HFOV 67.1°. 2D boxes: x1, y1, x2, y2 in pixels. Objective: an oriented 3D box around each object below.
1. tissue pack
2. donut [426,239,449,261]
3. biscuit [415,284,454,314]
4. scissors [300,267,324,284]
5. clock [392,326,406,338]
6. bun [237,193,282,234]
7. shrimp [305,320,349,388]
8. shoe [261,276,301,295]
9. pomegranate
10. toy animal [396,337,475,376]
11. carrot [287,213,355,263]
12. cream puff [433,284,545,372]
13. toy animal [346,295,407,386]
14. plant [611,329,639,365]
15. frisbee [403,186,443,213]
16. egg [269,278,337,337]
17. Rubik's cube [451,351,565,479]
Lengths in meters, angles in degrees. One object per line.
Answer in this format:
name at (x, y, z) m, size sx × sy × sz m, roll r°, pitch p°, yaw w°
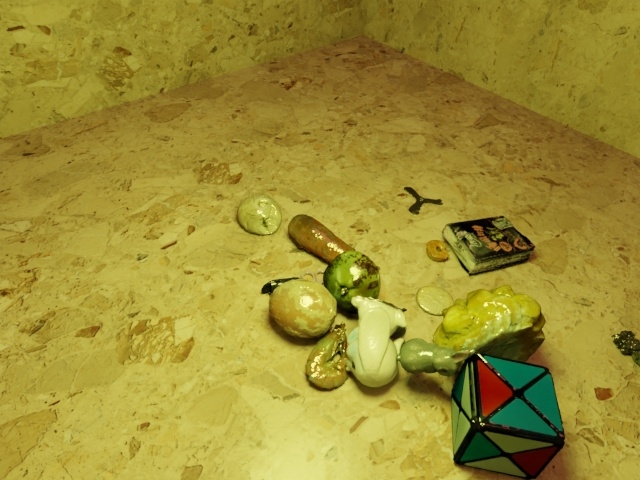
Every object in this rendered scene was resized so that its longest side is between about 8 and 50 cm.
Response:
tissue pack at (0.708, 0.009, 2.064) m, size 0.333 × 0.123 × 0.245 m, roll -9°, pitch 46°, yaw -22°
donut at (0.492, 0.047, 2.046) m, size 0.097 × 0.043 × 0.108 m, roll 8°, pitch 43°, yaw -4°
biscuit at (0.441, 0.228, 1.860) m, size 0.152 × 0.020 × 0.152 m, roll 4°, pitch 43°, yaw -4°
scissors at (-0.012, 0.187, 1.839) m, size 0.111 × 0.021 × 0.212 m, roll -4°, pitch 43°, yaw -9°
clock at (0.273, 0.320, 1.744) m, size 0.074 × 0.010 × 0.083 m, roll 15°, pitch 43°, yaw 8°
bun at (-0.256, -0.116, 2.054) m, size 0.179 × 0.127 × 0.193 m, roll -18°, pitch 51°, yaw -27°
shrimp at (0.044, 0.377, 1.616) m, size 0.145 × 0.061 × 0.267 m, roll 23°, pitch 41°, yaw 4°
shoe at (-0.140, 0.177, 1.805) m, size 0.160 × 0.062 × 0.053 m, roll -11°, pitch 48°, yaw -25°
pomegranate at (0.146, 0.149, 1.772) m, size 0.277 × 0.221 × 0.204 m, roll -1°, pitch 23°, yaw -35°
toy animal at (0.349, 0.364, 1.464) m, size 0.138 × 0.107 × 0.236 m, roll -5°, pitch 3°, yaw -38°
carrot at (0.000, 0.000, 1.964) m, size 0.302 × 0.138 × 0.139 m, roll 29°, pitch 47°, yaw 21°
cream puff at (0.543, 0.281, 1.608) m, size 0.379 × 0.378 × 0.275 m, roll -5°, pitch 45°, yaw -14°
toy animal at (0.193, 0.331, 1.590) m, size 0.174 × 0.249 × 0.289 m, roll -7°, pitch 75°, yaw 33°
plant at (1.139, 0.398, 1.742) m, size 0.085 × 0.087 × 0.174 m, roll -33°, pitch 44°, yaw 2°
frisbee at (0.498, -0.188, 2.323) m, size 0.188 × 0.012 × 0.211 m, roll 7°, pitch 42°, yaw -2°
egg at (-0.062, 0.233, 1.654) m, size 0.245 × 0.203 × 0.203 m, roll 13°, pitch 43°, yaw 14°
Rubik's cube at (0.527, 0.508, 1.408) m, size 0.249 × 0.250 × 0.246 m, roll 10°, pitch 42°, yaw 6°
